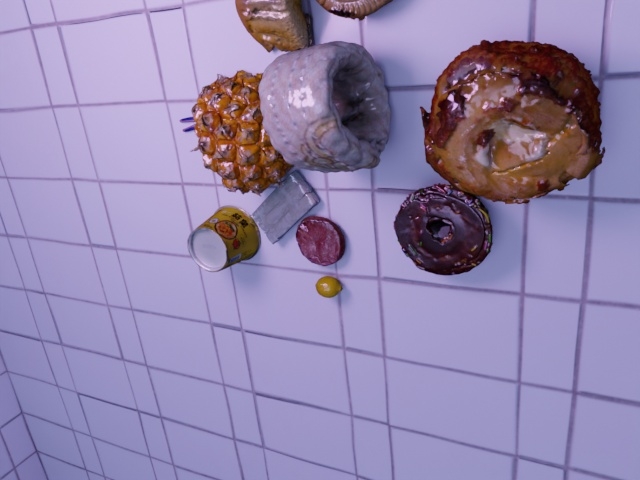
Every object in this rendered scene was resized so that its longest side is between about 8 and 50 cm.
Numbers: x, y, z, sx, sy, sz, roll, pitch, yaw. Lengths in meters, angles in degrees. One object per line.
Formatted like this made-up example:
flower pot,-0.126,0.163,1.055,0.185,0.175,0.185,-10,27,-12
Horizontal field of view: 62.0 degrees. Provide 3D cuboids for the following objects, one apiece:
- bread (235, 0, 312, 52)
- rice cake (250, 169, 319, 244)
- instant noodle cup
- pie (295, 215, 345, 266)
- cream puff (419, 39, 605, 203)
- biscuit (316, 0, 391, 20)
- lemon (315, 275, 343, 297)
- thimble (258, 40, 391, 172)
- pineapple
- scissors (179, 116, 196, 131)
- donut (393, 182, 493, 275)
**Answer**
bread,-0.118,-0.549,1.218,0.174,0.133,0.251,13,123,23
rice cake,-0.098,-0.091,1.483,0.211,0.038,0.124,-36,93,35
instant noodle cup,-0.290,0.003,1.565,0.182,0.144,0.182,11,116,24
pie,0.000,0.000,1.471,0.155,0.036,0.154,12,117,24
cream puff,0.368,-0.241,1.046,0.351,0.228,0.350,12,139,11
biscuit,0.082,-0.605,1.128,0.259,0.079,0.259,11,117,24
lemon,0.024,0.131,1.502,0.083,0.062,0.062,8,115,21
thimble,0.017,-0.287,1.186,0.195,0.291,0.291,-2,111,36
pineapple,-0.169,-0.285,1.330,0.286,0.209,0.344,-16,102,33
scissors,-0.358,-0.338,1.528,0.113,0.012,0.039,-3,110,29
donut,0.295,-0.032,1.264,0.235,0.089,0.235,12,118,24
